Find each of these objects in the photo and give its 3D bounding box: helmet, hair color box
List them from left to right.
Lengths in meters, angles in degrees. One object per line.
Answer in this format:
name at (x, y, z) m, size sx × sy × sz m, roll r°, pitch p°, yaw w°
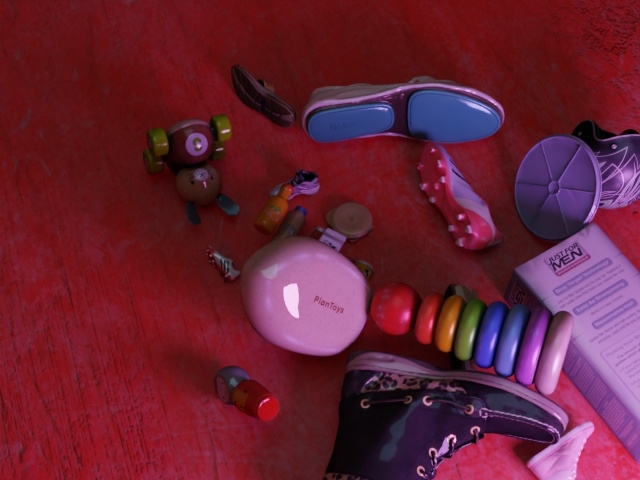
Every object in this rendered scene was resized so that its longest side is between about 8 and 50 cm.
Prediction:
helmet at (0.547, -0.141, 1.867) m, size 0.169 × 0.169 × 0.161 m, roll -16°, pitch 39°, yaw -9°
hair color box at (0.509, 0.170, 1.722) m, size 0.185 × 0.114 × 0.374 m, roll -28°, pitch 64°, yaw -16°

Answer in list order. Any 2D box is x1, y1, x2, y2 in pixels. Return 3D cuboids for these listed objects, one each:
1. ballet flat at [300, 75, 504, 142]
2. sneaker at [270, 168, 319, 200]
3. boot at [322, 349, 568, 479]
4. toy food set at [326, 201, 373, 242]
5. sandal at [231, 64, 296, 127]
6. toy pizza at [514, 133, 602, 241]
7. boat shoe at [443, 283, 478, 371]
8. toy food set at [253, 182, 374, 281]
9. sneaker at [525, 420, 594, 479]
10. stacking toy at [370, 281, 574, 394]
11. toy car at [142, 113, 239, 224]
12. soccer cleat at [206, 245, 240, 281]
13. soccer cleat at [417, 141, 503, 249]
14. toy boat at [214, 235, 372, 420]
ballet flat at (0.159, -0.272, 1.983) m, size 0.400 × 0.139 × 0.139 m, roll -3°, pitch 60°, yaw -1°
sneaker at (-0.050, -0.112, 1.909) m, size 0.098 × 0.069 × 0.038 m, roll -16°, pitch 61°, yaw -10°
boot at (0.185, 0.346, 1.602) m, size 0.377 × 0.138 × 0.284 m, roll 14°, pitch 59°, yaw 12°
toy food set at (0.058, -0.036, 1.894) m, size 0.083 × 0.020 × 0.083 m, roll -24°, pitch 63°, yaw -14°
sandal at (-0.111, -0.294, 2.020) m, size 0.180 × 0.072 × 0.049 m, roll 37°, pitch 51°, yaw 18°
toy pizza at (0.443, -0.097, 1.850) m, size 0.032 × 0.201 × 0.201 m, roll 2°, pitch 53°, yaw -38°
boat shoe at (0.265, 0.163, 1.756) m, size 0.072 × 0.068 × 0.190 m, roll 8°, pitch 60°, yaw -14°
toy food set at (0.000, 0.000, 1.820) m, size 0.232 × 0.111 × 0.104 m, roll 27°, pitch 62°, yaw 7°
sneaker at (0.412, 0.359, 1.648) m, size 0.134 × 0.051 × 0.070 m, roll -31°, pitch 66°, yaw -13°
stacking toy at (0.243, 0.141, 1.655) m, size 0.330 × 0.141 × 0.141 m, roll 17°, pitch 61°, yaw 16°
toy car at (-0.230, -0.122, 1.884) m, size 0.155 × 0.149 × 0.188 m, roll -15°, pitch 72°, yaw -21°
soccer cleat at (-0.181, 0.040, 1.845) m, size 0.035 × 0.029 × 0.083 m, roll -28°, pitch 66°, yaw -26°
soccer cleat at (0.263, -0.084, 1.901) m, size 0.095 × 0.083 × 0.248 m, roll 3°, pitch 49°, yaw -33°
toy boat at (-0.068, 0.145, 1.678) m, size 0.148 × 0.267 × 0.318 m, roll 21°, pitch 80°, yaw 52°
